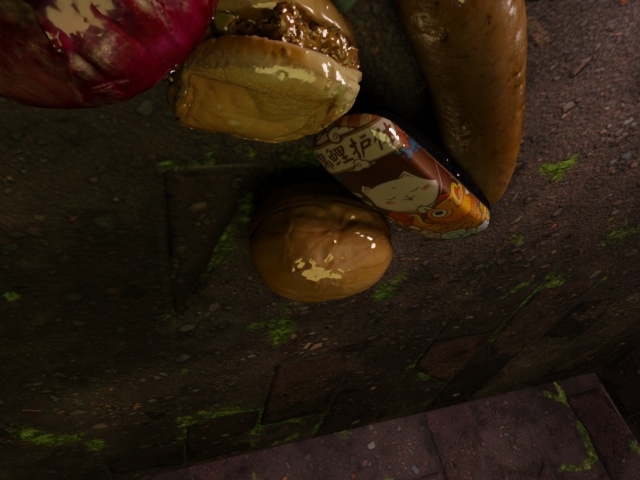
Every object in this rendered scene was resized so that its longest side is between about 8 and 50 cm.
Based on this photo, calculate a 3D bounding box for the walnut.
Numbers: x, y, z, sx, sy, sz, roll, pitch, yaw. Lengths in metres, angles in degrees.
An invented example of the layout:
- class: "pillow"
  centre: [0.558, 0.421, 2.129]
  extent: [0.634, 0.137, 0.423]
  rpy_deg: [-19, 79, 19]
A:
- class: "walnut"
  centre: [0.000, 0.000, 0.758]
  extent: [0.225, 0.193, 0.193]
  rpy_deg: [-8, 144, -22]

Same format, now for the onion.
- class: "onion"
  centre: [-0.180, -0.207, 0.357]
  extent: [0.246, 0.247, 0.190]
  rpy_deg: [-26, 155, 10]

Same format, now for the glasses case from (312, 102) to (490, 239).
- class: "glasses case"
  centre: [0.122, -0.081, 0.682]
  extent: [0.122, 0.082, 0.320]
  rpy_deg: [-9, 151, 43]

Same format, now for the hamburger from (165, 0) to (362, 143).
- class: "hamburger"
  centre: [-0.057, -0.174, 0.518]
  extent: [0.213, 0.108, 0.214]
  rpy_deg: [-3, 169, -1]

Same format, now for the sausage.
- class: "sausage"
  centre: [0.203, -0.187, 0.648]
  extent: [0.136, 0.123, 0.501]
  rpy_deg: [-46, 147, -4]

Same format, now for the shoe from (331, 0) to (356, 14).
- class: "shoe"
  centre: [0.028, -0.295, 0.459]
  extent: [0.078, 0.079, 0.195]
  rpy_deg: [-13, 156, -42]
